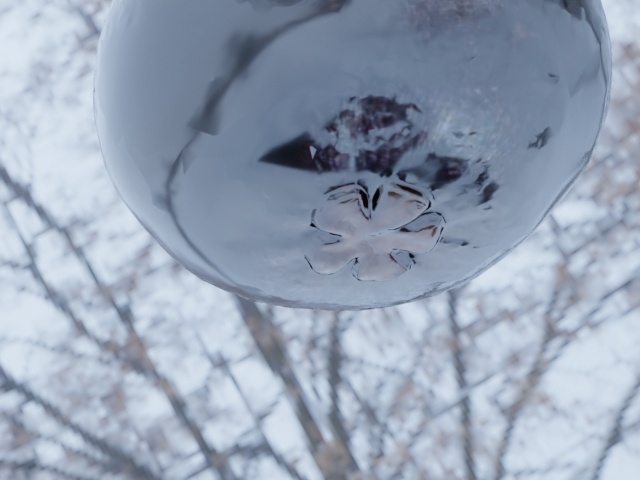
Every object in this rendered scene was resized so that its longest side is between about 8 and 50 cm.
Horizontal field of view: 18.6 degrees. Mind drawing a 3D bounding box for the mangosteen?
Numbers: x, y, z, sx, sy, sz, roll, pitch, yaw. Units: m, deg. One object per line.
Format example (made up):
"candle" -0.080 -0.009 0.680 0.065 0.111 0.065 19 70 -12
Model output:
"mangosteen" 0.013 -0.111 1.055 0.275 0.302 0.275 -5 -39 -4
